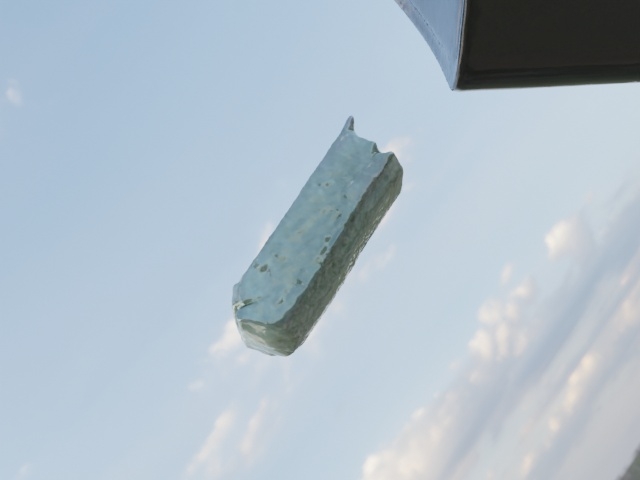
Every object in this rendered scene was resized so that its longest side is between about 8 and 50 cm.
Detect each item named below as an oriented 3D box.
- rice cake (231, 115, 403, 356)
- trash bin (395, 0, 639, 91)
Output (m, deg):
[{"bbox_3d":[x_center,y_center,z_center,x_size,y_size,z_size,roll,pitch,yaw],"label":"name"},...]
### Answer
[{"bbox_3d":[0.000,0.000,0.847,0.206,0.063,0.069,-55,-23,-27],"label":"rice cake"},{"bbox_3d":[0.147,-0.128,0.380,0.165,0.226,0.115,-101,11,-65],"label":"trash bin"}]
